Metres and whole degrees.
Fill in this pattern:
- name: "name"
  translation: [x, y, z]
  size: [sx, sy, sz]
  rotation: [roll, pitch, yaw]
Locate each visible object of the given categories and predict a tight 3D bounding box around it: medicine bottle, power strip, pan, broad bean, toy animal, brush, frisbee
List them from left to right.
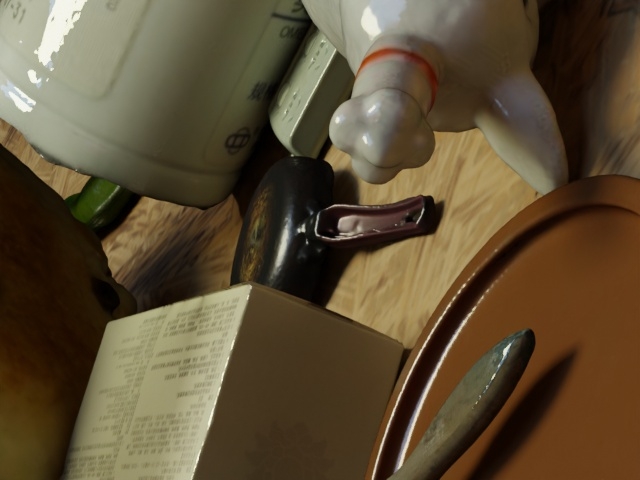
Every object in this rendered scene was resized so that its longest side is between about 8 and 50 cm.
- name: "broad bean"
  translation: [-0.158, -0.050, 1.483]
  size: [0.227, 0.039, 0.069]
  rotation: [-49, 34, 36]
- name: "medicine bottle"
  translation: [-0.069, -0.206, 1.214]
  size: [0.332, 0.190, 0.190]
  rotation: [-61, 22, 17]
- name: "pan"
  translation: [-0.003, -0.001, 1.070]
  size: [0.212, 0.040, 0.114]
  rotation: [-18, 58, 63]
- name: "power strip"
  translation: [0.034, -0.156, 1.154]
  size: [0.252, 0.027, 0.060]
  rotation: [-62, 22, 13]
- name: "brush"
  translation: [0.035, 0.111, 0.841]
  size: [0.196, 0.021, 0.070]
  rotation: [-56, 26, 24]
- name: "toy animal"
  translation: [0.060, -0.121, 0.921]
  size: [0.282, 0.141, 0.138]
  rotation: [-112, 40, -66]
- name: "frisbee"
  translation: [0.084, 0.090, 0.803]
  size: [0.251, 0.021, 0.250]
  rotation: [-50, 26, 36]

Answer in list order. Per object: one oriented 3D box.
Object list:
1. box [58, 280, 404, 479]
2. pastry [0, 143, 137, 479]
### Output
- name: "box"
  translation: [-0.062, 0.123, 1.008]
  size: [0.212, 0.095, 0.168]
  rotation: [-16, 52, 64]
- name: "pastry"
  translation: [-0.299, 0.097, 1.198]
  size: [0.313, 0.388, 0.388]
  rotation: [-36, 33, 22]
